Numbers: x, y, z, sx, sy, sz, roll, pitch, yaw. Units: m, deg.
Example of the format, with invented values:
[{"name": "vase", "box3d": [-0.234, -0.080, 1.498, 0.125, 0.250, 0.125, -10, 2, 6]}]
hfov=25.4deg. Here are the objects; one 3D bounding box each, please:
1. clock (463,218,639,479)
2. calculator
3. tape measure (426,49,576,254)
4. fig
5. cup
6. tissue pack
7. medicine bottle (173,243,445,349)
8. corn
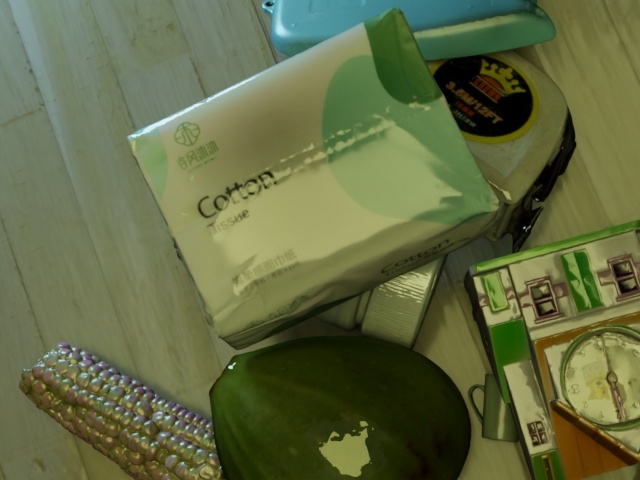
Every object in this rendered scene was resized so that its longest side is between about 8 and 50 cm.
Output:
[{"name": "clock", "box3d": [0.332, 0.154, 1.729, 0.235, 0.166, 0.309, -16, 79, -1]}, {"name": "calculator", "box3d": [0.111, -0.325, 1.870, 0.386, 0.054, 0.256, -4, 45, 11]}, {"name": "tape measure", "box3d": [0.220, -0.132, 1.827, 0.271, 0.133, 0.231, 38, 58, 19]}, {"name": "fig", "box3d": [0.013, 0.240, 1.725, 0.316, 0.316, 0.316, -1, 81, 7]}, {"name": "cup", "box3d": [0.226, 0.214, 1.832, 0.075, 0.054, 0.083, 7, 84, 7]}, {"name": "tissue pack", "box3d": [-0.003, -0.065, 1.641, 0.356, 0.194, 0.266, -26, 78, 0]}, {"name": "medicine bottle", "box3d": [0.000, 0.000, 1.824, 0.332, 0.190, 0.190, 23, 85, 9]}, {"name": "corn", "box3d": [-0.238, 0.249, 1.858, 0.335, 0.126, 0.126, 28, 86, 15]}]
